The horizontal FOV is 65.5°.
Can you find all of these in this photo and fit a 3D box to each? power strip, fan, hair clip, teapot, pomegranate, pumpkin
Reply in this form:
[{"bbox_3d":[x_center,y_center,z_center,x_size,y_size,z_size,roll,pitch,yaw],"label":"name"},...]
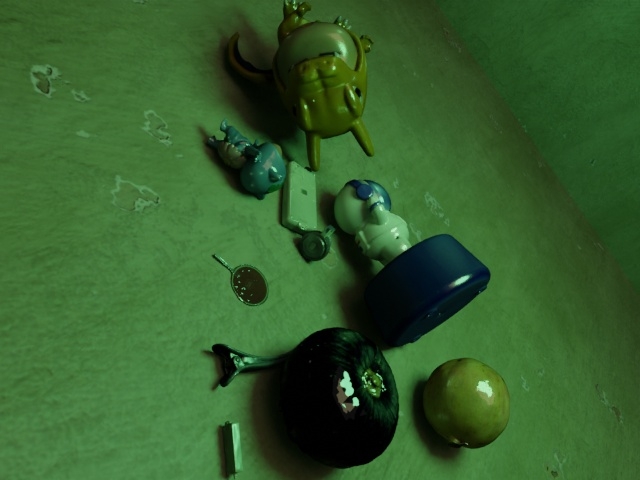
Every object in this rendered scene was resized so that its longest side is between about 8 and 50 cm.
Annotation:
[{"bbox_3d":[-0.134,0.320,0.761,0.017,0.027,0.083,12,58,-41],"label":"power strip"},{"bbox_3d":[-0.047,-0.097,1.134,0.081,0.035,0.192,24,48,-32],"label":"power strip"},{"bbox_3d":[-0.150,0.069,0.937,0.133,0.005,0.085,42,42,-17],"label":"fan"},{"bbox_3d":[-0.089,0.206,0.886,0.229,0.039,0.070,4,62,-49],"label":"hair clip"},{"bbox_3d":[0.000,0.000,1.077,0.066,0.088,0.057,43,25,8],"label":"teapot"},{"bbox_3d":[0.318,0.352,1.074,0.191,0.191,0.191,25,48,-31],"label":"pomegranate"},{"bbox_3d":[0.034,0.267,0.862,0.233,0.163,0.233,27,48,-35],"label":"pumpkin"}]

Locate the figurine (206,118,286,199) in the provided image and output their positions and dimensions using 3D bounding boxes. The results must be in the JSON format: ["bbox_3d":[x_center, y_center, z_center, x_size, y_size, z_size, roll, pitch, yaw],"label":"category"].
[{"bbox_3d":[-0.141,-0.183,1.051,0.178,0.114,0.144,39,40,-6],"label":"figurine"}]

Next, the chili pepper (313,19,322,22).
[{"bbox_3d":[-0.030,-0.614,1.505,0.051,0.050,0.202,11,49,5],"label":"chili pepper"}]

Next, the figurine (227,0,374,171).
[{"bbox_3d":[0.011,-0.389,1.202,0.400,0.268,0.387,26,39,-36],"label":"figurine"}]

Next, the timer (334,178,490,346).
[{"bbox_3d":[0.164,0.014,1.132,0.270,0.270,0.384,-7,56,-47],"label":"timer"}]
